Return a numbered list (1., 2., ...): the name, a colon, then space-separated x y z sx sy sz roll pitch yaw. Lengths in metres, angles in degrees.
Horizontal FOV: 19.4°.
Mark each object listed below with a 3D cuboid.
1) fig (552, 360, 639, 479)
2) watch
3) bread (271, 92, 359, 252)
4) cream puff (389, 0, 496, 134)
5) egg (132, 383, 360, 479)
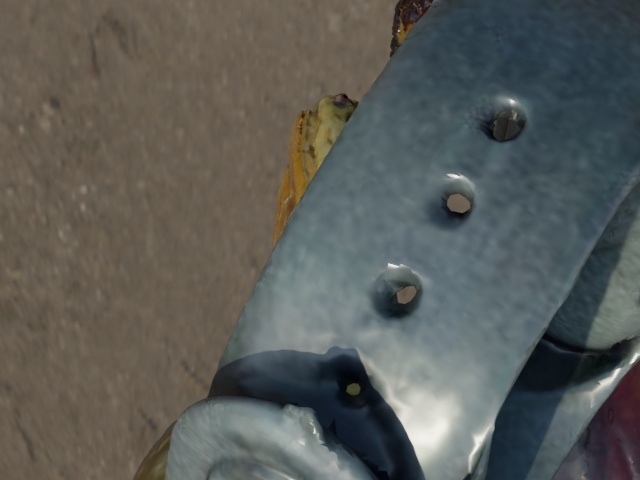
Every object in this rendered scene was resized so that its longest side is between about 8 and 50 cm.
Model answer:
1. fig: 0.145 0.118 0.967 0.204 0.186 0.249 49 38 -18
2. watch: 0.033 0.023 0.417 0.068 0.206 0.193 30 52 14
3. bread: 0.000 0.000 1.822 0.099 0.235 0.210 3 47 -3
4. cream puff: 0.176 -0.185 1.906 0.239 0.239 0.165 34 41 6
5. egg: -0.011 0.200 1.267 0.238 0.238 0.289 38 115 7
